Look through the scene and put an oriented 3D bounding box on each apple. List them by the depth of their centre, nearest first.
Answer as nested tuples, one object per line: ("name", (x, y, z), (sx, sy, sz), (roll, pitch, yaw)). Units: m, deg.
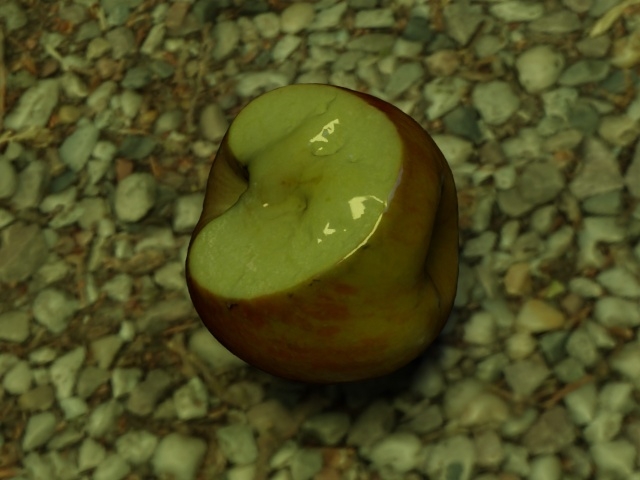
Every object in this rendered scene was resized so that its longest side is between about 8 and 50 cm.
("apple", (0.000, 0.000, 1.196), (0.173, 0.160, 0.195), (5, 57, 15))
